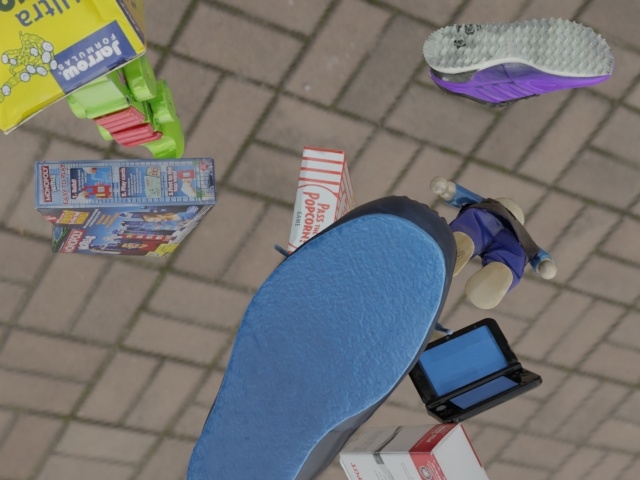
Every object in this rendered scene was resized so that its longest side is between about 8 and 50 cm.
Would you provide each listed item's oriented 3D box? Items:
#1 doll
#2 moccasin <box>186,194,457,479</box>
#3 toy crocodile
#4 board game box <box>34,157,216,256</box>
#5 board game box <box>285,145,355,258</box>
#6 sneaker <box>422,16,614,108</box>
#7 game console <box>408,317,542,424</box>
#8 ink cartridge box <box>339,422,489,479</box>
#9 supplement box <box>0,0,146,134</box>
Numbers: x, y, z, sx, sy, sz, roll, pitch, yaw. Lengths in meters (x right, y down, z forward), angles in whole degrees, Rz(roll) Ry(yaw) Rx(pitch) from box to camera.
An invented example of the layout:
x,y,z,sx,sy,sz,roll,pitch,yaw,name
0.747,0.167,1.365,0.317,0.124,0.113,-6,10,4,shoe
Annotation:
x,y,z,sx,sy,sz,roll,pitch,yaw,name
0.138,-0.005,1.002,0.129,0.189,0.046,40,112,6,doll
-0.005,0.082,0.921,0.137,0.117,0.342,42,127,5,moccasin
-0.274,-0.183,1.715,0.115,0.105,0.340,-15,170,5,toy crocodile
-0.243,-0.040,1.404,0.194,0.060,0.194,4,159,-24,board game box
0.000,0.000,1.285,0.045,0.147,0.193,8,168,7,board game box
0.315,-0.269,1.931,0.293,0.102,0.146,5,152,13,sneaker
0.168,0.145,1.362,0.122,0.107,0.071,-23,98,-9,game console
0.098,0.239,1.227,0.056,0.135,0.099,-37,107,-39,ink cartridge box
-0.344,-0.302,1.489,0.194,0.356,0.195,-30,113,3,supplement box
